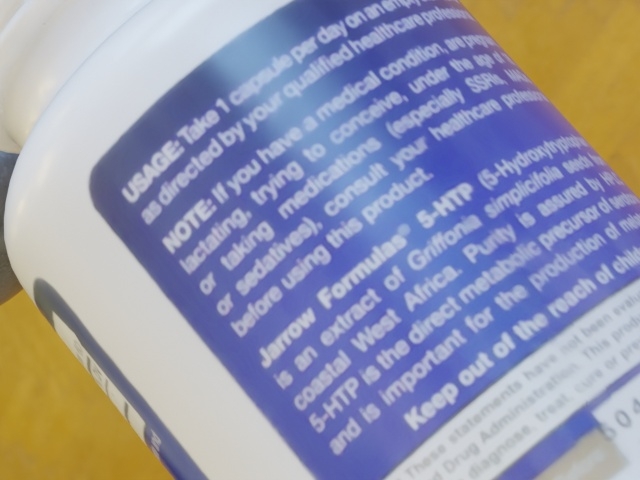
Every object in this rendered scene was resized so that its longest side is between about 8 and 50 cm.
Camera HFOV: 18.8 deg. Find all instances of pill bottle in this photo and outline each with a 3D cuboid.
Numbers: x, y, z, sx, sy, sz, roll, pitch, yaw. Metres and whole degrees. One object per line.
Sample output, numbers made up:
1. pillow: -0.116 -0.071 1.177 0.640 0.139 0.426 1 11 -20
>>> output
1. pill bottle: 0.000 0.000 0.406 0.187 0.112 0.112 50 140 14

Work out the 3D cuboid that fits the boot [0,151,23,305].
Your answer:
1. boot: -0.128 -0.107 0.672 0.338 0.223 0.118 46 177 40
